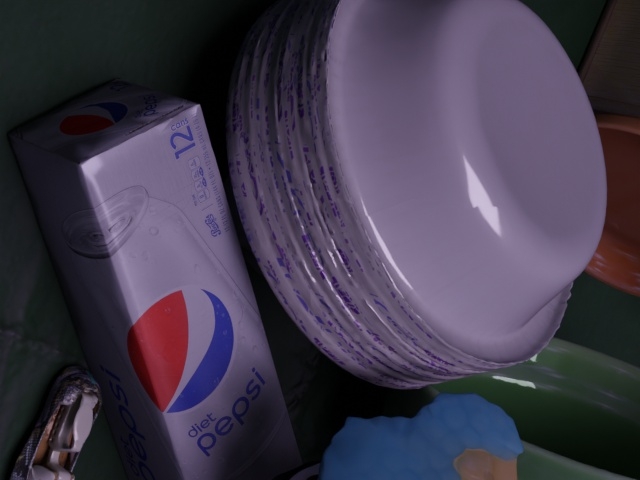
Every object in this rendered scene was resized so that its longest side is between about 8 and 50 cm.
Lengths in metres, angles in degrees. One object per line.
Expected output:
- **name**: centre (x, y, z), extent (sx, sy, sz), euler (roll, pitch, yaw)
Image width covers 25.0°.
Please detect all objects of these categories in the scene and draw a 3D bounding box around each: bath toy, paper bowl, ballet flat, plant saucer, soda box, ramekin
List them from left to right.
- **ballet flat**: centre (-0.174, 0.139, 0.947), extent (0.041, 0.041, 0.114), euler (22, 89, -42)
- **soda box**: centre (-0.102, 0.046, 0.939), extent (0.091, 0.098, 0.286), euler (-31, 122, -29)
- **bath toy**: centre (0.004, 0.218, 0.971), extent (0.151, 0.348, 0.129), euler (32, 50, -7)
- **paper bowl**: centre (0.083, -0.053, 0.952), extent (0.284, 0.148, 0.284), euler (26, 56, -45)
- **ramekin**: centre (0.178, 0.186, 1.092), extent (0.303, 0.303, 0.148), euler (5, 108, -41)
- **plant saucer**: centre (0.256, -0.030, 1.151), extent (0.037, 0.200, 0.200), euler (-55, 132, -29)

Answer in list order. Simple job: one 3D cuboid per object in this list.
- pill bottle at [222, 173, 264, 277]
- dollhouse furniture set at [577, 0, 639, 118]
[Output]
- **pill bottle**: centre (0.000, 0.000, 1.016), extent (0.152, 0.086, 0.086), euler (30, 84, -42)
- **dollhouse furniture set**: centre (0.445, -0.095, 1.245), extent (0.394, 0.256, 0.362), euler (25, 87, -42)
